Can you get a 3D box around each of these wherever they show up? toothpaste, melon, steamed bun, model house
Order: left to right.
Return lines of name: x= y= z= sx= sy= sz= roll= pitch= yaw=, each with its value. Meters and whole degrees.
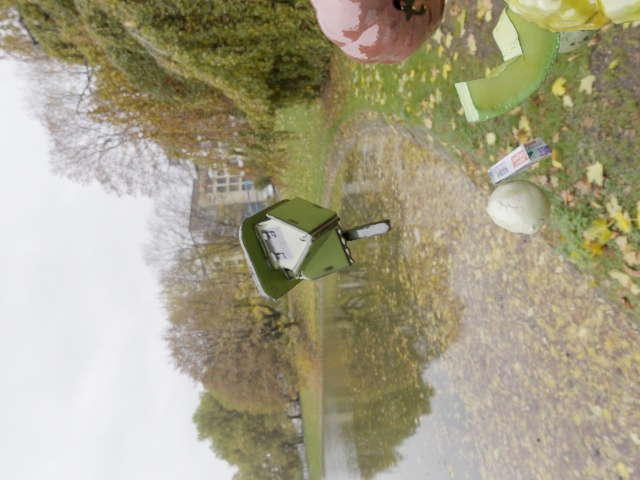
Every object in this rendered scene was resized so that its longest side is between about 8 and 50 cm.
model house: x=0.000 y=0.000 z=0.963 sx=0.218 sy=0.279 sz=0.204 roll=-37 pitch=-70 yaw=-47
melon: x=0.293 y=-0.277 z=0.687 sx=0.118 sy=0.209 sz=0.064 roll=41 pitch=-177 yaw=5
toothpaste: x=0.399 y=-0.158 z=0.892 sx=0.196 sy=0.047 sz=0.040 roll=61 pitch=-174 yaw=-84
steamed bun: x=0.441 y=-0.081 z=0.972 sx=0.130 sy=0.112 sz=0.091 roll=35 pitch=177 yaw=31

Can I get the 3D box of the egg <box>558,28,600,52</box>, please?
egg: x=0.558 y=-0.538 z=1.024 sx=0.228 sy=0.177 sz=0.177 roll=-100 pitch=7 yaw=-51

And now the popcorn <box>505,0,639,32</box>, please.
popcorn: x=0.342 y=-0.405 z=0.474 sx=0.334 sy=0.292 sz=0.293 roll=-52 pitch=45 yaw=21

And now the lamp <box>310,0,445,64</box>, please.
lamp: x=0.106 y=-0.508 z=0.883 sx=0.240 sy=0.306 sz=0.305 roll=10 pitch=107 yaw=60
